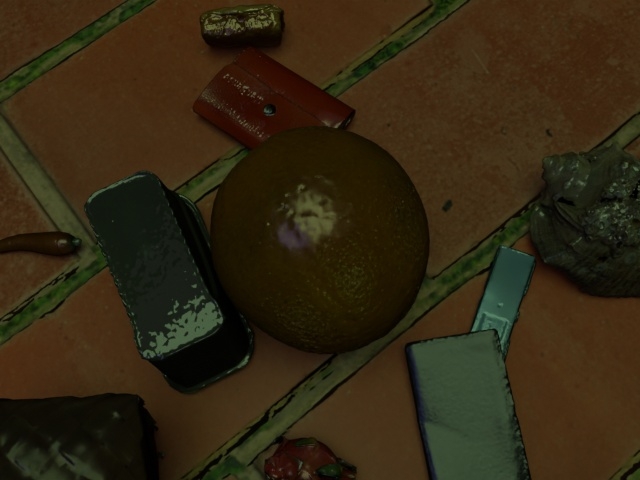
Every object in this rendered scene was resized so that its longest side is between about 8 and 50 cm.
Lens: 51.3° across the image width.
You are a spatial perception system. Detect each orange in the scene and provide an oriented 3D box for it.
[{"bbox_3d":[0.000,0.000,0.799,0.274,0.274,0.274,-1,71,2],"label":"orange"}]

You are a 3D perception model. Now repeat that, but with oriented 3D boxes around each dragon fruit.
[{"bbox_3d":[-0.011,0.280,0.800,0.116,0.086,0.081,4,32,-5],"label":"dragon fruit"}]

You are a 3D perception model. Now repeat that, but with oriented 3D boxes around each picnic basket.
[{"bbox_3d":[-0.323,0.317,0.703,0.320,0.254,0.291,-5,68,-14],"label":"picnic basket"}]

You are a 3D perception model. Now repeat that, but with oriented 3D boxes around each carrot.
[{"bbox_3d":[-0.400,0.005,0.936,0.142,0.035,0.035,-1,70,9],"label":"carrot"}]

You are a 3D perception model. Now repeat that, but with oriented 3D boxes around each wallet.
[{"bbox_3d":[-0.069,-0.192,0.985,0.204,0.045,0.142,35,75,13],"label":"wallet"},{"bbox_3d":[0.185,0.238,0.826,0.124,0.025,0.244,-11,77,3],"label":"wallet"}]

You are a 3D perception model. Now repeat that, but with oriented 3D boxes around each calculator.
[{"bbox_3d":[0.239,0.090,0.888,0.057,0.018,0.172,20,73,9],"label":"calculator"}]

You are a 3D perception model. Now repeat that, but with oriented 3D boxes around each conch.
[{"bbox_3d":[0.382,-0.019,0.879,0.245,0.163,0.178,38,108,-3],"label":"conch"}]

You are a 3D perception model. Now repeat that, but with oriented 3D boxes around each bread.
[{"bbox_3d":[-0.119,-0.329,1.021,0.132,0.074,0.053,-4,89,2],"label":"bread"}]

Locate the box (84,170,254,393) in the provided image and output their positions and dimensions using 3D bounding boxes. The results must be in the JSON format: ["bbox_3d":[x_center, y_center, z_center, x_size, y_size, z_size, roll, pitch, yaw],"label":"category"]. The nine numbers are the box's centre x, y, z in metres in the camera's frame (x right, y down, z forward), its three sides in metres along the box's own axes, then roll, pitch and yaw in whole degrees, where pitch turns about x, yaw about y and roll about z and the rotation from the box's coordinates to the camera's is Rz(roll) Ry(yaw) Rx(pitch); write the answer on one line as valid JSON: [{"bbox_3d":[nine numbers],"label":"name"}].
[{"bbox_3d":[-0.191,0.042,0.837,0.138,0.178,0.274,-27,72,-8],"label":"box"}]
